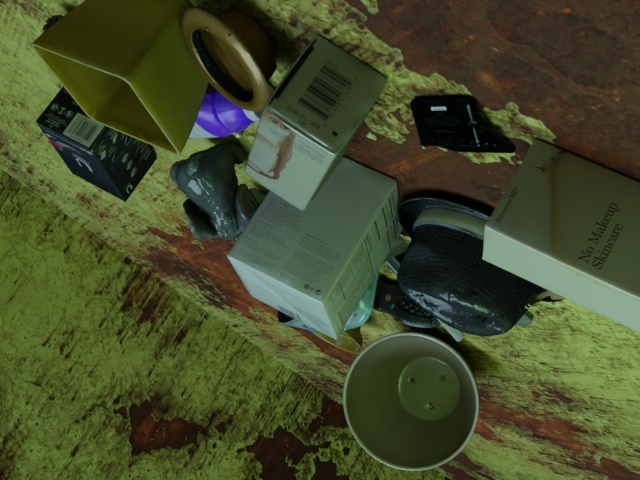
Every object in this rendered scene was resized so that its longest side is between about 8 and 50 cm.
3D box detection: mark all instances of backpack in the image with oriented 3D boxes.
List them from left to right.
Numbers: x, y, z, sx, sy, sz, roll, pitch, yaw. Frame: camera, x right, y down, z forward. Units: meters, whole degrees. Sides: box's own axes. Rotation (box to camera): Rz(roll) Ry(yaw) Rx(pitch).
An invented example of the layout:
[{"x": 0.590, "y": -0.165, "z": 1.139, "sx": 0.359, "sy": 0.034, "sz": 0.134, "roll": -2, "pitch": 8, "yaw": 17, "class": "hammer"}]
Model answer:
[{"x": 0.018, "y": 0.086, "z": 2.059, "sx": 0.191, "sy": 0.225, "sz": 0.253, "roll": 14, "pitch": 166, "yaw": -11, "class": "backpack"}]

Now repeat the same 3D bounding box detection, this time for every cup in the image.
[{"x": 0.246, "y": 0.383, "z": 2.417, "sx": 0.331, "sy": 0.331, "sz": 0.237, "roll": 27, "pitch": -173, "yaw": 16, "class": "cup"}]

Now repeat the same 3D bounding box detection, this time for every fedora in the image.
[{"x": -0.126, "y": -0.288, "z": 1.488, "sx": 0.194, "sy": 0.079, "sz": 0.194, "roll": 38, "pitch": 158, "yaw": 19, "class": "fedora"}, {"x": 0.253, "y": 0.063, "z": 1.697, "sx": 0.334, "sy": 0.152, "sz": 0.334, "roll": 29, "pitch": 162, "yaw": 10, "class": "fedora"}]

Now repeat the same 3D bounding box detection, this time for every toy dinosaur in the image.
[{"x": 0.421, "y": 0.076, "z": 1.594, "sx": 0.183, "sy": 0.053, "sz": 0.092, "roll": -2, "pitch": 149, "yaw": -16, "class": "toy dinosaur"}]

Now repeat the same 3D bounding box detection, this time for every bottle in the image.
[{"x": -0.198, "y": -0.236, "z": 1.715, "sx": 0.283, "sy": 0.092, "sz": 0.118, "roll": 1, "pitch": 155, "yaw": 43, "class": "bottle"}]

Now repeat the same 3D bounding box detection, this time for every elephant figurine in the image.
[{"x": -0.197, "y": -0.070, "z": 1.985, "sx": 0.169, "sy": 0.186, "sz": 0.239, "roll": -7, "pitch": 107, "yaw": 50, "class": "elephant figurine"}]

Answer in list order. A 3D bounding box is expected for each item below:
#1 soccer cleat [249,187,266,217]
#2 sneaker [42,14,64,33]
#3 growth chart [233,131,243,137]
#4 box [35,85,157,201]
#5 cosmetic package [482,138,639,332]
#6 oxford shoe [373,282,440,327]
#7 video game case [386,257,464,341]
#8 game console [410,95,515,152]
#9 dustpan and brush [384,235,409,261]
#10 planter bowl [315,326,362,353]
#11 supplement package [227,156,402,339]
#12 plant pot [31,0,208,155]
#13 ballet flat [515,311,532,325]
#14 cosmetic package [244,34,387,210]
[{"x": -0.123, "y": -0.039, "z": 2.231, "sx": 0.121, "sy": 0.093, "sz": 0.289, "roll": 59, "pitch": 175, "yaw": 17, "class": "soccer cleat"}, {"x": -0.410, "y": -0.349, "z": 1.831, "sx": 0.225, "sy": 0.088, "sz": 0.093, "roll": 40, "pitch": -163, "yaw": 7, "class": "sneaker"}, {"x": -0.247, "y": -0.281, "z": 1.838, "sx": 0.172, "sy": 0.021, "sz": 0.237, "roll": 20, "pitch": 160, "yaw": 32, "class": "growth chart"}, {"x": -0.507, "y": -0.228, "z": 2.227, "sx": 0.165, "sy": 0.143, "sz": 0.270, "roll": 28, "pitch": 163, "yaw": 16, "class": "box"}, {"x": 0.390, "y": 0.007, "z": 1.295, "sx": 0.309, "sy": 0.160, "sz": 0.113, "roll": 25, "pitch": 161, "yaw": 17, "class": "cosmetic package"}, {"x": 0.186, "y": 0.139, "z": 2.193, "sx": 0.227, "sy": 0.082, "sz": 0.096, "roll": 20, "pitch": -178, "yaw": 30, "class": "oxford shoe"}, {"x": 0.195, "y": 0.097, "z": 1.994, "sx": 0.212, "sy": 0.023, "sz": 0.193, "roll": 47, "pitch": -178, "yaw": -39, "class": "video game case"}, {"x": 0.203, "y": -0.164, "z": 1.391, "sx": 0.122, "sy": 0.071, "sz": 0.107, "roll": 8, "pitch": 121, "yaw": 52, "class": "game console"}, {"x": 0.060, "y": -0.014, "z": 1.928, "sx": 0.211, "sy": 0.147, "sz": 0.060, "roll": 53, "pitch": 160, "yaw": 27, "class": "dustpan and brush"}, {"x": 0.039, "y": 0.207, "z": 2.582, "sx": 0.217, "sy": 0.090, "sz": 0.217, "roll": 29, "pitch": 162, "yaw": 10, "class": "planter bowl"}, {"x": 0.000, "y": 0.000, "z": 1.771, "sx": 0.199, "sy": 0.262, "sz": 0.198, "roll": 26, "pitch": 162, "yaw": 20, "class": "supplement package"}, {"x": -0.295, "y": -0.297, "z": 1.587, "sx": 0.212, "sy": 0.187, "sz": 0.212, "roll": 23, "pitch": 160, "yaw": 27, "class": "plant pot"}, {"x": 0.314, "y": 0.133, "z": 1.932, "sx": 0.213, "sy": 0.068, "sz": 0.072, "roll": 28, "pitch": 162, "yaw": 11, "class": "ballet flat"}, {"x": -0.017, "y": -0.174, "z": 1.513, "sx": 0.129, "sy": 0.153, "sz": 0.296, "roll": 33, "pitch": 162, "yaw": 0, "class": "cosmetic package"}]
